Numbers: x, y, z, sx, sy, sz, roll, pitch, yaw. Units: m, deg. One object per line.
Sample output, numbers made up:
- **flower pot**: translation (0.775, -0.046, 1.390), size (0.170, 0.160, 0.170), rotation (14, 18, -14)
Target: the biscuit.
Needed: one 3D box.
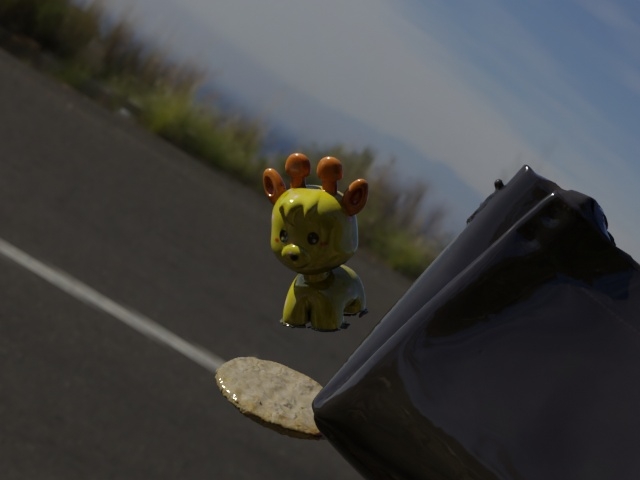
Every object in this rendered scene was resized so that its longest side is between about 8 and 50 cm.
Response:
- **biscuit**: translation (-0.033, 0.132, 1.280), size (0.120, 0.015, 0.120), rotation (22, 19, -8)

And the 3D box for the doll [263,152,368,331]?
- **doll**: translation (0.000, 0.000, 1.862), size (0.143, 0.220, 0.135), rotation (7, 23, 29)

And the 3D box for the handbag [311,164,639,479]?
- **handbag**: translation (0.171, 0.115, 1.020), size (0.285, 0.257, 0.113), rotation (37, -4, 22)
